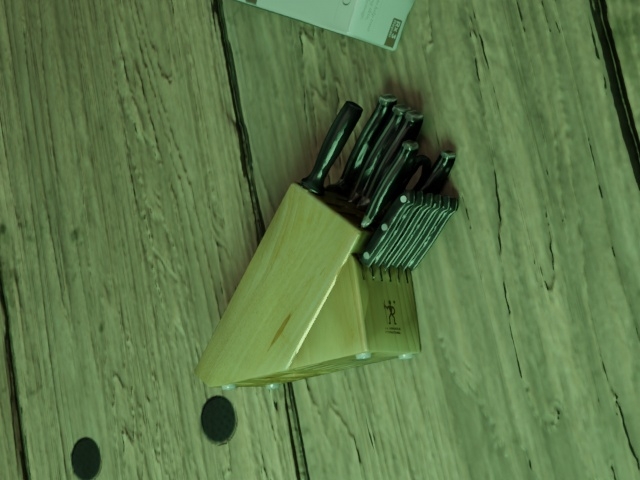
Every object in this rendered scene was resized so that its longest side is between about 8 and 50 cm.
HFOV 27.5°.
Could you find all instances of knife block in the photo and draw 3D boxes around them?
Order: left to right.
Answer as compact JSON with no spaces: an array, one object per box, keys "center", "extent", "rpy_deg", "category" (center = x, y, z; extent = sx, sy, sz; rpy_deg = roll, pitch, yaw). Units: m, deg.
[{"center":[0.000,0.000,1.208],"extent":[0.276,0.088,0.242],"rpy_deg":[-17,74,36],"category":"knife block"}]

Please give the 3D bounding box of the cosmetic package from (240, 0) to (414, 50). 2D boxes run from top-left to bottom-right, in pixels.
[{"center":[-0.018,-0.269,1.254],"extent":[0.231,0.085,0.117],"rpy_deg":[23,100,38],"category":"cosmetic package"}]
